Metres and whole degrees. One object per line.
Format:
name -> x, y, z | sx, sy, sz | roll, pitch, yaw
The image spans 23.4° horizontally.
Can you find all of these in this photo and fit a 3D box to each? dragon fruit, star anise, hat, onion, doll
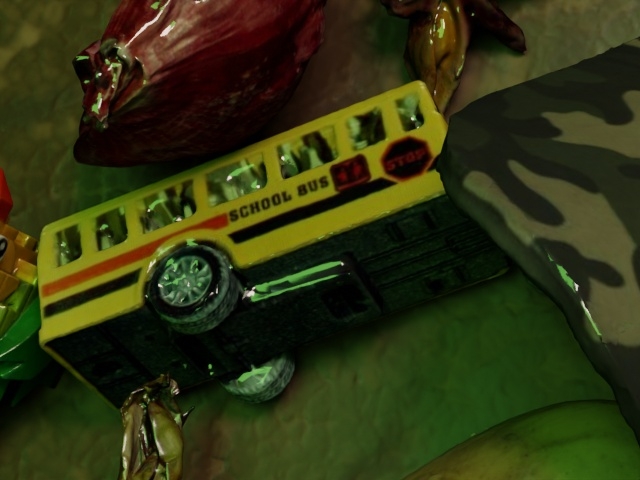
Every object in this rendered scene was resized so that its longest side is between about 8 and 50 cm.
dragon fruit -> -0.115, 0.198, 0.904 | 0.125, 0.125, 0.246 | 0, 74, 61
star anise -> 0.066, -0.174, 0.998 | 0.140, 0.144, 0.158 | 32, 95, -23
hat -> 0.263, -0.039, 0.776 | 0.257, 0.381, 0.366 | -45, 71, 27
onion -> -0.066, -0.121, 0.919 | 0.120, 0.283, 0.227 | 28, 122, -6
doll -> -0.220, 0.042, 0.962 | 0.106, 0.186, 0.134 | 24, 56, 21

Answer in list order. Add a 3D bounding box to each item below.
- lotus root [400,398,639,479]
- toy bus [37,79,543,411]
lotus root -> 0.066, 0.218, 0.831 | 0.342, 0.169, 0.151 | -36, 28, 5
toy bus -> 0.000, 0.000, 0.932 | 0.335, 0.121, 0.123 | -21, 54, 11
